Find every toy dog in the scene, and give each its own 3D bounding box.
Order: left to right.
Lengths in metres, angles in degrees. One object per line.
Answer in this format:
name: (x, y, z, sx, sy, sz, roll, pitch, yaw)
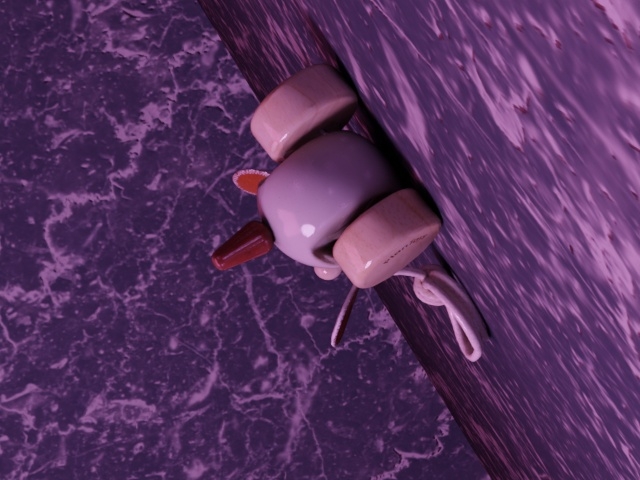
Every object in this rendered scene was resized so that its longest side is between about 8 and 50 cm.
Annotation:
toy dog: (0.000, 0.000, 1.169, 0.220, 0.161, 0.334, 56, 178, 34)
